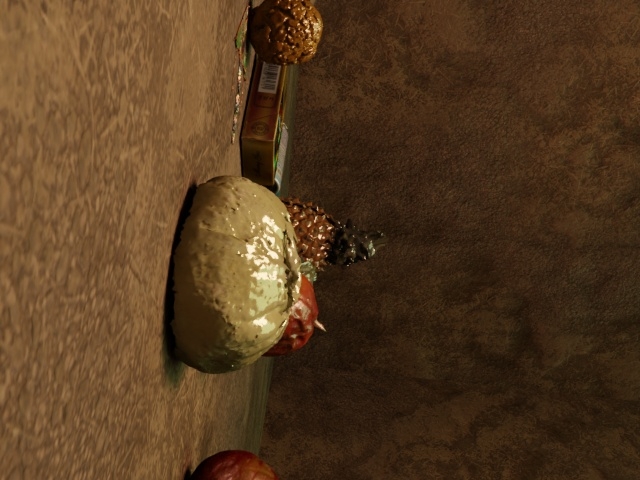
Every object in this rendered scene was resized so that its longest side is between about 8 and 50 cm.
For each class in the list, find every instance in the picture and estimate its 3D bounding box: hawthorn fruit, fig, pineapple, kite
[{"bbox_3d":[-0.097,0.101,1.081,0.173,0.179,0.173,-12,90,-72],"label":"hawthorn fruit"},{"bbox_3d":[-0.143,0.426,1.012,0.207,0.175,0.175,-48,147,-65],"label":"fig"},{"bbox_3d":[0.000,0.002,1.773,0.223,0.357,0.223,5,90,-88],"label":"pineapple"},{"bbox_3d":[-0.137,-0.286,1.149,0.198,0.006,0.244,115,-19,-87],"label":"kite"}]

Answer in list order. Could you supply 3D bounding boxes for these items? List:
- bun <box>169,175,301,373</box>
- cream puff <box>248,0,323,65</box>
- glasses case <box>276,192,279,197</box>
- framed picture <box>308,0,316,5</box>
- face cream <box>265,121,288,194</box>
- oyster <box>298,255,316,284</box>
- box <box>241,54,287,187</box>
[{"bbox_3d":[-0.100,0.052,0.873,0.259,0.152,0.259,-175,-90,-87],"label":"bun"},{"bbox_3d":[-0.065,-0.374,1.201,0.103,0.144,0.126,-60,139,-56],"label":"cream puff"},{"bbox_3d":[-0.145,-0.001,1.500,0.301,0.070,0.117,-88,-170,-58],"label":"glasses case"},{"bbox_3d":[-0.004,-0.670,1.483,0.289,0.020,0.211,-57,-139,37],"label":"framed picture"},{"bbox_3d":[-0.116,-0.202,1.546,0.075,0.075,0.229,97,0,-47],"label":"face cream"},{"bbox_3d":[-0.105,0.149,1.597,0.268,0.112,0.198,-49,165,-18],"label":"oyster"},{"bbox_3d":[-0.111,-0.251,1.374,0.159,0.071,0.240,103,-5,-60],"label":"box"}]
